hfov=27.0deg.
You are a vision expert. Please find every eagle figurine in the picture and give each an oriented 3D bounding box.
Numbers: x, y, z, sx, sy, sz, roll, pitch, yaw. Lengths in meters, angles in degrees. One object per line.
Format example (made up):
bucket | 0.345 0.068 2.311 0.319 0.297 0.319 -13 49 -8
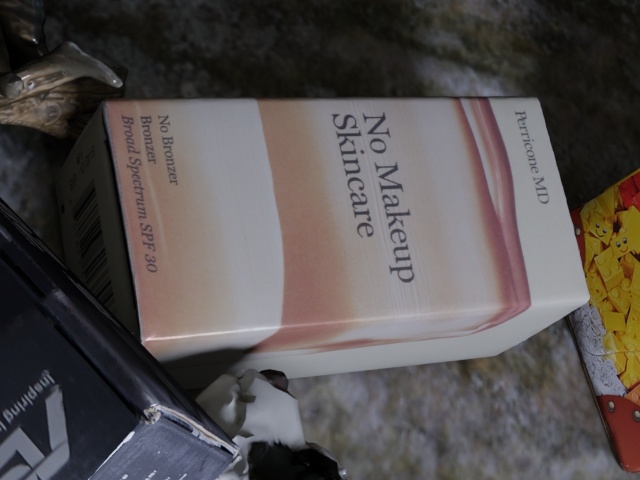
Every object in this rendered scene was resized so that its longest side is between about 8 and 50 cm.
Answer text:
eagle figurine | -0.220 -0.205 0.777 0.225 0.226 0.298 -11 80 -7

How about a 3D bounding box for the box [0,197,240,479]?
box | -0.278 0.110 0.517 0.395 0.097 0.318 -45 66 -3

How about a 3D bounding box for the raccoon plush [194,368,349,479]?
raccoon plush | -0.145 0.258 0.682 0.299 0.216 0.446 31 90 -27

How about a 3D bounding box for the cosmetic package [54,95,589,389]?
cosmetic package | 0.000 0.000 0.831 0.296 0.129 0.153 -5 72 -27

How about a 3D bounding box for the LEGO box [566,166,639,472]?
LEGO box | 0.469 -0.019 0.918 0.500 0.372 0.193 -11 75 -29
